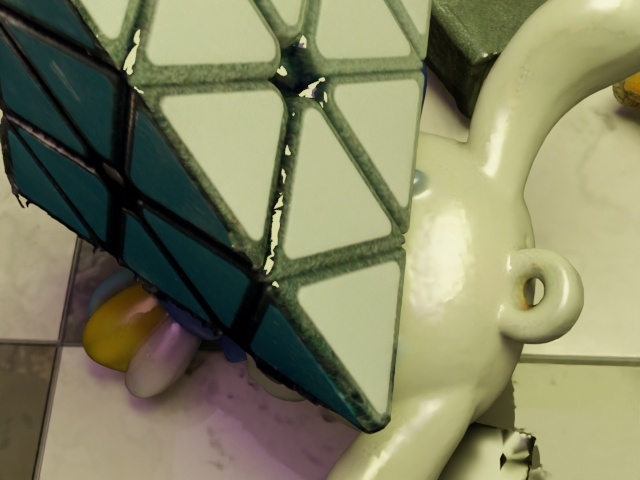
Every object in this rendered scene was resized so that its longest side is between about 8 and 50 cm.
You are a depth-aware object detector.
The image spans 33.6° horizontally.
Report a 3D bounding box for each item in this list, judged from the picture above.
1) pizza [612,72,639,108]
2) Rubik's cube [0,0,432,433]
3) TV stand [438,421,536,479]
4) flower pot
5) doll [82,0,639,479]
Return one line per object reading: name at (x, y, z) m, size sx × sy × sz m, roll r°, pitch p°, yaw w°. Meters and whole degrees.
pizza at (0.340, -0.098, 0.779) m, size 0.246 × 0.058 × 0.127 m, roll -1°, pitch 64°, yaw 6°
Rubik's cube at (-0.059, -0.067, 0.553) m, size 0.228 × 0.233 × 0.228 m, roll 11°, pitch 23°, yaw -9°
TV stand at (0.064, 0.246, 0.647) m, size 0.088 × 0.083 × 0.270 m, roll 10°, pitch 66°, yaw 13°
flower pot at (0.178, -0.194, 0.821) m, size 0.229 × 0.103 × 0.108 m, roll -28°, pitch 65°, yaw -7°
doll at (-0.004, -0.005, 0.669) m, size 0.365 × 0.187 × 0.376 m, roll 19°, pitch 64°, yaw 42°
